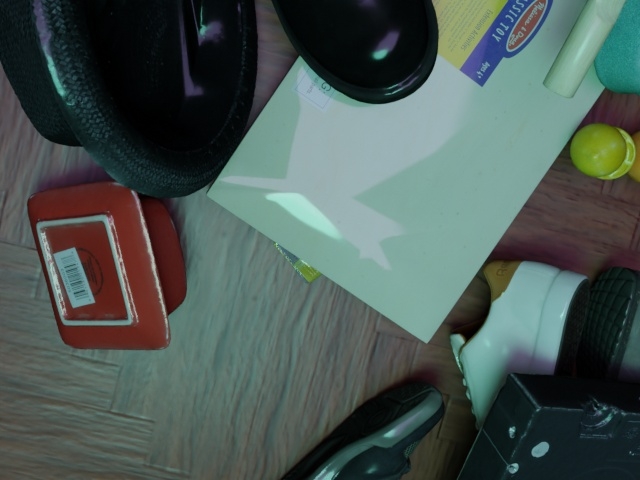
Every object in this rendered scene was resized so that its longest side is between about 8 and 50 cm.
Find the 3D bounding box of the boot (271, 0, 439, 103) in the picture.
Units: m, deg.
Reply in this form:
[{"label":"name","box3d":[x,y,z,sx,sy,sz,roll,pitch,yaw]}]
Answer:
[{"label":"boot","box3d":[-0.028,-0.280,0.727,0.131,0.260,0.348,-32,84,9]}]

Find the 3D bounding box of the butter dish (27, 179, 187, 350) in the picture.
[{"label":"butter dish","box3d":[-0.185,0.015,0.867,0.159,0.118,0.160,-4,103,36]}]

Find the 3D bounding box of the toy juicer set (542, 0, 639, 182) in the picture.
[{"label":"toy juicer set","box3d":[0.290,-0.167,0.842,0.209,0.089,0.329,-49,136,12]}]

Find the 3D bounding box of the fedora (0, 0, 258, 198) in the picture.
[{"label":"fedora","box3d":[-0.187,-0.199,0.790,0.152,0.334,0.334,-3,100,28]}]

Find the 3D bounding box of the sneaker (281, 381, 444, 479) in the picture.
[{"label":"sneaker","box3d":[0.061,0.252,0.938,0.227,0.087,0.130,-44,102,5]}]

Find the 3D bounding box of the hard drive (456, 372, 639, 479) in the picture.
[{"label":"hard drive","box3d":[0.229,0.289,0.897,0.236,0.064,0.339,8,115,-24]}]

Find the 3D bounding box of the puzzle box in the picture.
[{"label":"puzzle box","box3d":[0.110,-0.138,0.897,0.272,0.052,0.409,35,91,-9]}]

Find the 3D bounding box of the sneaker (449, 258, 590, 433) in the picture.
[{"label":"sneaker","box3d":[0.192,0.154,0.946,0.123,0.106,0.290,19,109,29]}]

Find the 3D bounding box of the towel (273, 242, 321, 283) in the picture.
[{"label":"towel","box3d":[0.000,0.000,0.932,0.083,0.009,0.060,-36,99,0]}]

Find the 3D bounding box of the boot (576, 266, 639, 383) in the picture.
[{"label":"boot","box3d":[0.361,0.145,0.962,0.161,0.083,0.247,1,105,-11]}]
